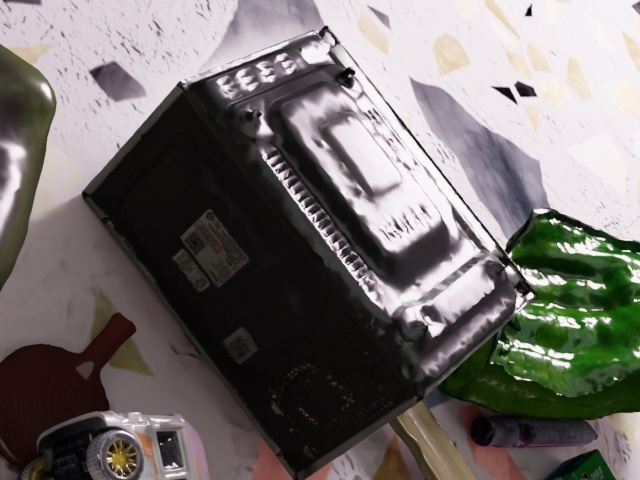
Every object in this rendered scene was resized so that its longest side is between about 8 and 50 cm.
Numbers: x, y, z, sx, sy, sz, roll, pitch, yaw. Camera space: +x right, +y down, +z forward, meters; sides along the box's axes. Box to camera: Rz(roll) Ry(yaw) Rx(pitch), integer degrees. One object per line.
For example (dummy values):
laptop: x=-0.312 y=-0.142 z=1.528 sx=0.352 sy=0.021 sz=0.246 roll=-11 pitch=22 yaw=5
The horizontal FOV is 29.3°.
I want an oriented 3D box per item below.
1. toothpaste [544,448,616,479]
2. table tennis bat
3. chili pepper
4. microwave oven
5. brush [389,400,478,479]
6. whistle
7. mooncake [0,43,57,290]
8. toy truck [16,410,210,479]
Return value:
toothpaste: x=0.312 y=0.342 z=1.217 sx=0.065 sy=0.050 sz=0.266 roll=-24 pitch=83 yaw=-47
table tennis bat: x=-0.182 y=0.106 z=0.890 sx=0.098 sy=0.019 sz=0.154 roll=49 pitch=43 yaw=-12
chili pepper: x=0.275 y=0.092 z=1.264 sx=0.385 sy=0.167 sz=0.213 roll=1 pitch=49 yaw=-32
microwave oven: x=0.000 y=0.000 z=0.995 sx=0.295 sy=0.181 sz=0.237 roll=53 pitch=38 yaw=5
brush: x=0.092 y=0.191 z=1.097 sx=0.054 sy=0.048 sz=0.282 roll=-19 pitch=73 yaw=-52
whistle: x=0.216 y=0.192 z=1.229 sx=0.176 sy=0.033 sz=0.033 roll=7 pitch=60 yaw=-42
mooncake: x=-0.316 y=-0.081 z=0.636 sx=0.351 sy=0.351 sz=0.187 roll=28 pitch=37 yaw=-31
toy truck: x=-0.115 y=0.227 z=0.813 sx=0.114 sy=0.098 sz=0.227 roll=1 pitch=71 yaw=-48
